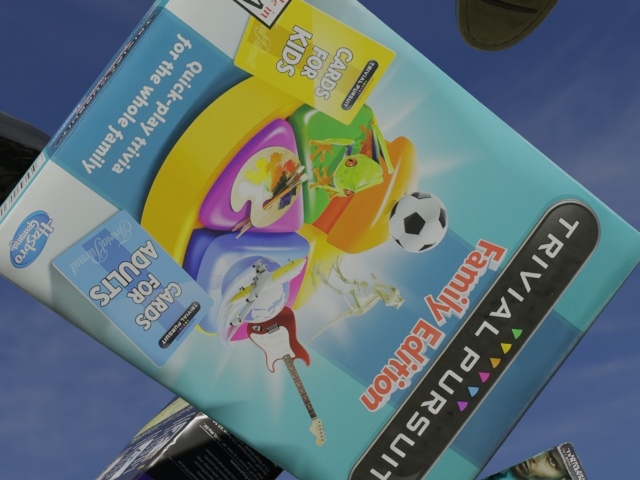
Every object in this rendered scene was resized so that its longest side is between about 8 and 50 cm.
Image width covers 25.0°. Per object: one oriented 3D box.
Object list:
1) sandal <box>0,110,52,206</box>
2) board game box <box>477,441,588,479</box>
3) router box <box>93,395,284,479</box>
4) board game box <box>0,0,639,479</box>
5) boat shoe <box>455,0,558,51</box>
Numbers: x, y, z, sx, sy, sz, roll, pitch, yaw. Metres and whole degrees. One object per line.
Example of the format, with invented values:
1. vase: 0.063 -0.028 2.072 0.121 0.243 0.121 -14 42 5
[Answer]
1. sandal: -0.401 -0.078 1.217 0.446 0.107 0.167 16 -48 -41
2. board game box: 0.244 0.313 1.483 0.026 0.186 0.126 -13 -16 -46
3. router box: -0.088 0.164 1.204 0.243 0.081 0.309 -45 3 -25
4. board game box: 0.000 0.000 0.898 0.336 0.079 0.254 37 -89 -16
5. boat shoe: 0.192 -0.331 1.377 0.113 0.103 0.302 5 -58 -14
